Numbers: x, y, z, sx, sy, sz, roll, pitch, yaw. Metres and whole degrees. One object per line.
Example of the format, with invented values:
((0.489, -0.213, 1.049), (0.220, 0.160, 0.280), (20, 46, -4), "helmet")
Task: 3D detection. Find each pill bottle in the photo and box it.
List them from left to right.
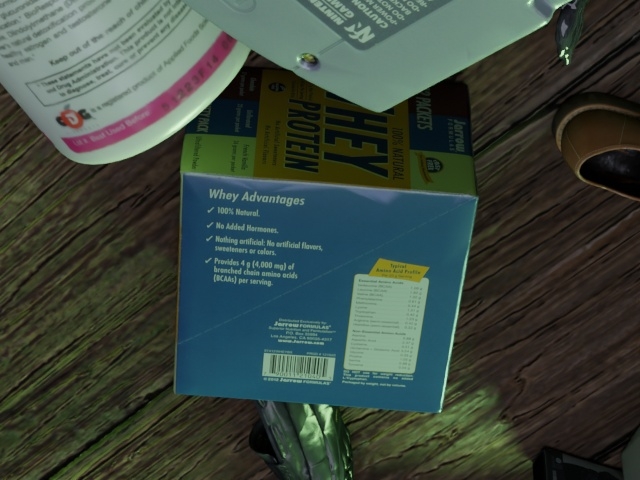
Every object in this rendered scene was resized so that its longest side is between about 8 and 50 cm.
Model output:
((-0.178, -0.197, 1.001), (0.160, 0.160, 0.283), (-25, 124, 19), "pill bottle")

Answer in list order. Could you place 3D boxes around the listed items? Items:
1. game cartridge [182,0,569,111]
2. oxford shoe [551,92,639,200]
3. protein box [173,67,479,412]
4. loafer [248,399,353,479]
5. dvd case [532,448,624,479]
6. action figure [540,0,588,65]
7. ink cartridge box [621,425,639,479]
((-0.018, -0.192, 0.900), (0.294, 0.060, 0.196), (37, 135, -28), "game cartridge")
((0.272, -0.046, 1.166), (0.212, 0.076, 0.076), (7, 126, -6), "oxford shoe")
((0.000, 0.000, 1.167), (0.200, 0.136, 0.201), (4, 128, -2), "protein box")
((-0.019, 0.162, 1.338), (0.078, 0.076, 0.223), (-4, 123, 11), "loafer")
((0.292, 0.278, 1.352), (0.239, 0.179, 0.029), (19, 130, -13), "dvd case")
((0.088, -0.206, 1.007), (0.276, 0.141, 0.164), (9, 127, 14), "action figure")
((0.408, 0.208, 1.284), (0.270, 0.197, 0.198), (16, 127, -11), "ink cartridge box")
